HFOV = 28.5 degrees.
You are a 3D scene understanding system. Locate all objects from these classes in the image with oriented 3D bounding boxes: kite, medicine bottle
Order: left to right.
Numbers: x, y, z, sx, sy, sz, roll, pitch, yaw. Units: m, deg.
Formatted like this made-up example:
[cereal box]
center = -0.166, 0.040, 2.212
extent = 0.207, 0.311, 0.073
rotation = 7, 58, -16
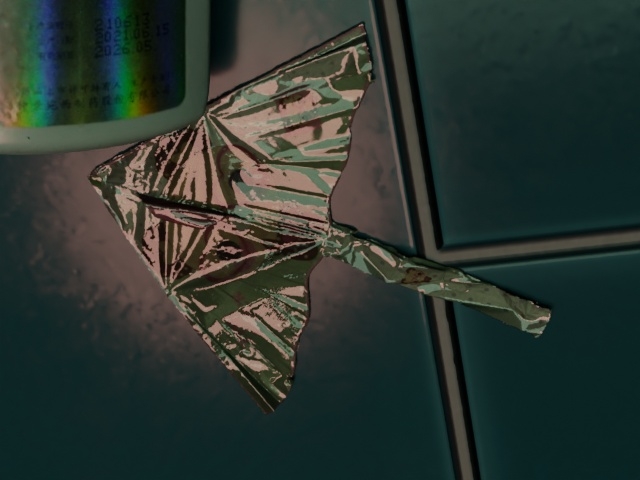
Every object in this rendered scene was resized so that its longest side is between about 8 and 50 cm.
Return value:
[medicine bottle]
center = -0.108, -0.156, 0.534
extent = 0.121, 0.083, 0.229
rotation = -10, 118, -26
[kite]
center = 0.000, -0.001, 0.646
extent = 0.250, 0.012, 0.229
rotation = 16, 118, -1
